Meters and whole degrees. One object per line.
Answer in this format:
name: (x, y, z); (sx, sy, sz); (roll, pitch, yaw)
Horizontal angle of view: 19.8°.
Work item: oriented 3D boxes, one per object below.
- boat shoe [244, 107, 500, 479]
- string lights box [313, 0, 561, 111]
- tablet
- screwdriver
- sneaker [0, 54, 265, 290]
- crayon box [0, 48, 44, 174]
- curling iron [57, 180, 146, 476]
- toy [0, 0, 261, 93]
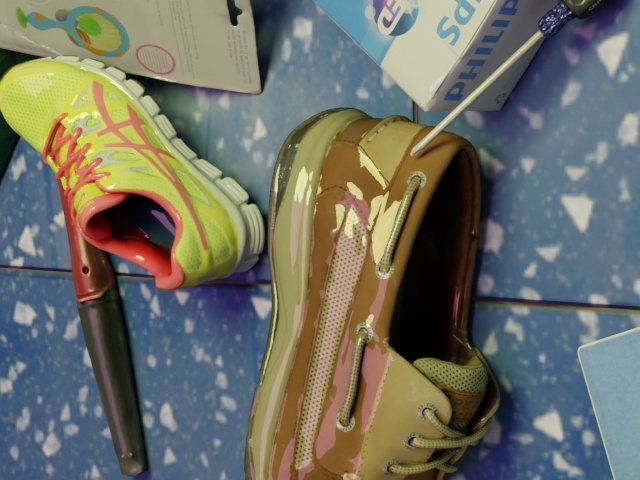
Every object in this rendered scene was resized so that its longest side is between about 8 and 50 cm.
boat shoe: (0.036, 0.085, 1.059); (0.120, 0.122, 0.324); (3, 95, 35)
string lights box: (0.033, -0.205, 1.067); (0.260, 0.076, 0.133); (47, 121, 27)
tablet: (0.175, 0.092, 1.014); (0.054, 0.006, 0.083); (-23, 78, 39)
screwdriver: (0.111, -0.104, 1.004); (0.170, 0.025, 0.024); (-43, 87, 6)
sneaker: (-0.136, -0.043, 1.175); (0.208, 0.094, 0.081); (37, 128, 14)
crayon box: (-0.267, -0.213, 1.316); (0.203, 0.083, 0.323); (42, 119, 29)
curling iron: (-0.149, 0.027, 1.263); (0.068, 0.035, 0.274); (-5, 89, 40)
toy: (-0.150, -0.176, 1.177); (0.237, 0.056, 0.137); (9, 141, 13)
